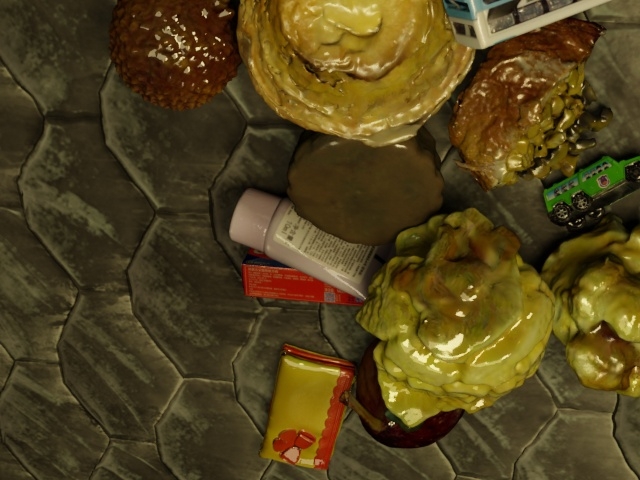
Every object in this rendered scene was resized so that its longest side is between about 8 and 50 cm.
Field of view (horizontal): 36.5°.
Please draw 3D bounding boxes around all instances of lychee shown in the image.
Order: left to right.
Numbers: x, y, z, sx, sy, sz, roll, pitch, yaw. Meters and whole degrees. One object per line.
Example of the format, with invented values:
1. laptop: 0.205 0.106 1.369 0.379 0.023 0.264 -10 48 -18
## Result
1. lychee: -0.198 -0.284 1.348 0.238 0.200 0.200 -24 113 45

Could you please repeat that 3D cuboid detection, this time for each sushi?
1. sushi: 0.288 -0.179 1.321 0.179 0.167 0.296 37 117 18

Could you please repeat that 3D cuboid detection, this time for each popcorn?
1. popcorn: 0.185 0.097 1.355 0.293 0.293 0.237 -3 157 15
2. popcorn: 0.443 0.097 1.379 0.276 0.276 0.225 -24 106 24

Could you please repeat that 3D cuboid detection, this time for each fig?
1. fig: 0.132 0.261 1.546 0.186 0.249 0.203 26 125 7

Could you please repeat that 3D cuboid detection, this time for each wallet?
1. wallet: -0.024 0.303 1.715 0.141 0.067 0.241 14 121 3

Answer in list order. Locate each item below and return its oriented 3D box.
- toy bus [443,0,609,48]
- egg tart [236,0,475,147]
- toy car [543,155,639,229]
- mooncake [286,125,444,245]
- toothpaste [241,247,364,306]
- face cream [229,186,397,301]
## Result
1. toy bus: 0.291 -0.341 1.178 0.297 0.106 0.131 -21 111 -8
2. egg tart: 0.050 -0.294 1.248 0.341 0.129 0.341 0 89 1
3. toy car: 0.401 -0.076 1.391 0.165 0.062 0.071 -31 153 26
4. mooncake: 0.068 -0.103 1.415 0.228 0.124 0.228 4 134 5
5. toothpaste: 0.037 0.058 1.554 0.320 0.076 0.066 5 120 10
6. face cream: 0.000 0.000 1.506 0.274 0.154 0.096 20 144 9
